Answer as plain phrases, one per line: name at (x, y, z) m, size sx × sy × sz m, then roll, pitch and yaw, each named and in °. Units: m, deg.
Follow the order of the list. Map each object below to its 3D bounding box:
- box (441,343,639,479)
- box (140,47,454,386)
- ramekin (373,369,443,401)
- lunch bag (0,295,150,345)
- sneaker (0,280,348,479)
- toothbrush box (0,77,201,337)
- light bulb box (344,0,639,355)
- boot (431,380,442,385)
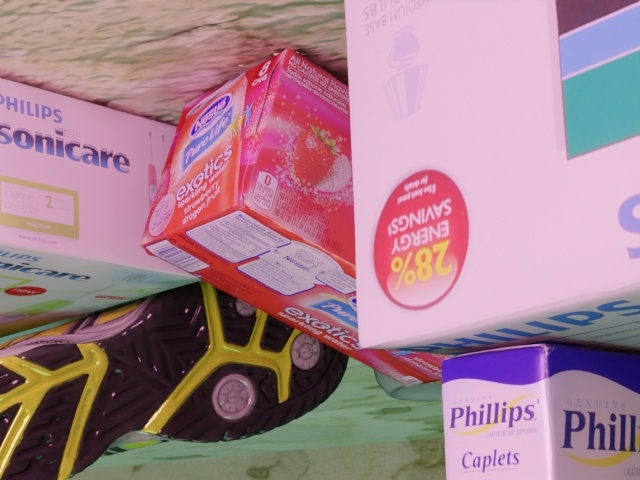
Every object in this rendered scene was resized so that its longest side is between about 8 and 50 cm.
box at (0.135, 0.130, 0.717) m, size 0.126 × 0.137 × 0.072 m, roll 10°, pitch 162°, yaw -41°
box at (0.024, -0.006, 0.933) m, size 0.257 × 0.122 × 0.128 m, roll 30°, pitch 151°, yaw -29°
ramekin at (0.175, 0.104, 1.511) m, size 0.273 × 0.127 × 0.273 m, roll -3°, pitch 165°, yaw -1°
lunch bag at (-0.230, 0.057, 1.268) m, size 0.279 × 0.107 × 0.224 m, roll -13°, pitch 155°, yaw 25°
sneaker at (-0.158, 0.105, 1.120) m, size 0.385 × 0.145 × 0.147 m, roll -10°, pitch -173°, yaw -25°
toothbrush box at (-0.256, -0.011, 0.995) m, size 0.283 × 0.122 × 0.206 m, roll -17°, pitch 161°, yaw 37°
light bulb box at (0.261, -0.060, 0.729) m, size 0.361 × 0.225 × 0.358 m, roll 10°, pitch 161°, yaw -39°
boot at (0.179, 0.074, 1.244) m, size 0.165 × 0.077 × 0.213 m, roll 18°, pitch 130°, yaw 13°
